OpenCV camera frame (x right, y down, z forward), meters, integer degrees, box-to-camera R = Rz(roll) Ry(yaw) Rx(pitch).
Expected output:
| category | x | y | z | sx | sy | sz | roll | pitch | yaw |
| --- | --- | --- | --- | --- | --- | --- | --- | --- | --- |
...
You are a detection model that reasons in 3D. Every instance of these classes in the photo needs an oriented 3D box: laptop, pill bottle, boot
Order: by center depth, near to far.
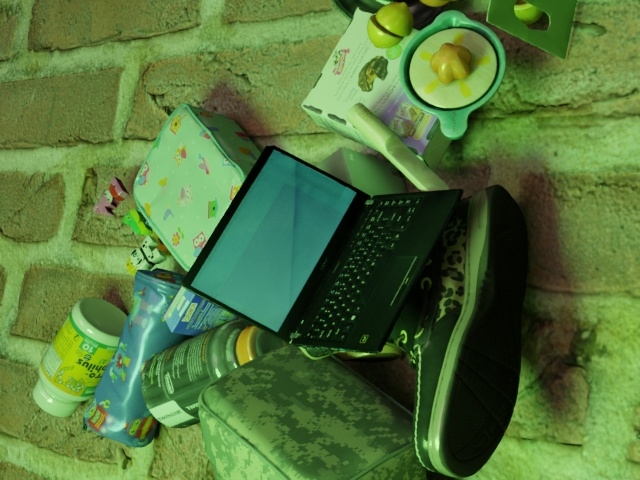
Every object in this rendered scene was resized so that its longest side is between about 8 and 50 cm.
| category | x | y | z | sx | sy | sz | roll | pitch | yaw |
| --- | --- | --- | --- | --- | --- | --- | --- | --- | --- |
| laptop | 0.000 | 0.000 | 1.366 | 0.264 | 0.136 | 0.234 | -1 | 53 | 53 |
| boot | 0.097 | 0.115 | 1.391 | 0.284 | 0.138 | 0.377 | -10 | 55 | 35 |
| pill bottle | -0.155 | 0.199 | 1.715 | 0.246 | 0.130 | 0.130 | -26 | 62 | 41 |
| pill bottle | -0.434 | 0.215 | 2.021 | 0.208 | 0.117 | 0.117 | -55 | 46 | 21 |

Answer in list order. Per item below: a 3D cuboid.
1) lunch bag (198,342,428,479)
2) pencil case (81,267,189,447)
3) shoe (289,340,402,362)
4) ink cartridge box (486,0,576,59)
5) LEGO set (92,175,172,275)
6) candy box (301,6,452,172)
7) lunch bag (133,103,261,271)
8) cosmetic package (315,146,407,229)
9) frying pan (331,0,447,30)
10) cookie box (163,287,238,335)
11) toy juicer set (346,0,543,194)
| category | x | y | z | sx | sy | sz | roll | pitch | yaw |
| --- | --- | --- | --- | --- | --- | --- | --- | --- | --- |
| lunch bag | -0.007 | 0.314 | 1.468 | 0.305 | 0.212 | 0.256 | 30 | 134 | 46 |
| pencil case | -0.296 | 0.192 | 1.878 | 0.133 | 0.119 | 0.306 | 31 | 102 | 53 |
| shoe | 0.027 | 0.143 | 1.576 | 0.219 | 0.076 | 0.058 | -10 | 77 | 47 |
| ink cartridge box | 0.290 | -0.356 | 1.358 | 0.056 | 0.171 | 0.235 | 5 | 84 | 47 |
| LEGO set | -0.329 | 0.001 | 1.985 | 0.093 | 0.087 | 0.227 | -45 | 49 | 10 |
| candy box | 0.101 | -0.205 | 1.520 | 0.196 | 0.070 | 0.165 | 26 | 82 | 26 |
| lunch bag | -0.192 | -0.079 | 1.847 | 0.279 | 0.108 | 0.224 | 49 | 118 | 43 |
| cosmetic package | 0.004 | -0.027 | 1.611 | 0.238 | 0.127 | 0.107 | -32 | 57 | 40 |
| frying pan | 0.101 | -0.326 | 1.596 | 0.197 | 0.053 | 0.326 | 8 | 130 | 22 |
| cookie box | -0.181 | 0.107 | 1.785 | 0.092 | 0.107 | 0.040 | -57 | 46 | 20 |
| toy juicer set | 0.135 | -0.227 | 1.422 | 0.209 | 0.089 | 0.329 | 24 | 81 | 22 |
